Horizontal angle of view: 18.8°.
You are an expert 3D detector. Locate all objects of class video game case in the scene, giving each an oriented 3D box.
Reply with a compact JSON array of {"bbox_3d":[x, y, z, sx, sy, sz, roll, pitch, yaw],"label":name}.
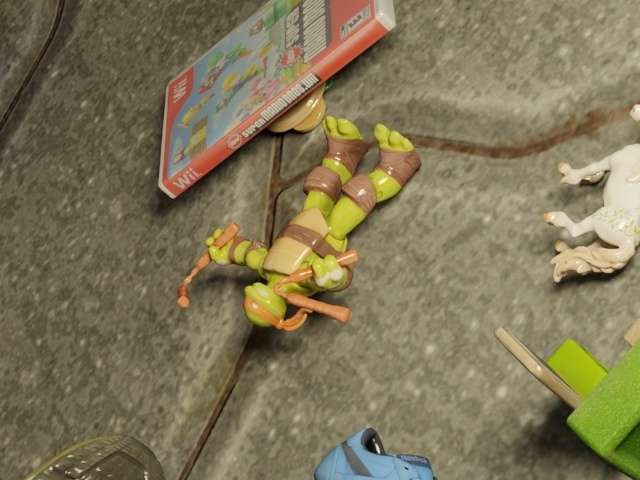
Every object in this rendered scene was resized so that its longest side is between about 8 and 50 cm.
[{"bbox_3d":[-0.046,-0.180,1.895,0.285,0.025,0.204,-37,28,21],"label":"video game case"}]

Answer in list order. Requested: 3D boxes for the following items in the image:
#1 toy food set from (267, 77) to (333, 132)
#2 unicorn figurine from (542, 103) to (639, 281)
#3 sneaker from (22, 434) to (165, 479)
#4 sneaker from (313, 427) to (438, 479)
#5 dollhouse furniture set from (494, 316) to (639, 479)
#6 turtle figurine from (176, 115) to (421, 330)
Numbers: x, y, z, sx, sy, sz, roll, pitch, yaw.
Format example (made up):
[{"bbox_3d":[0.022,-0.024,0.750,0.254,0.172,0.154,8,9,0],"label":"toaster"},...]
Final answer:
[{"bbox_3d":[-0.022,-0.139,1.869,0.083,0.020,0.082,-10,53,44],"label":"toy food set"},{"bbox_3d":[0.231,-0.045,1.491,0.111,0.060,0.162,-8,71,44],"label":"unicorn figurine"},{"bbox_3d":[-0.299,0.326,1.696,0.410,0.158,0.182,-51,24,-4],"label":"sneaker"},{"bbox_3d":[0.065,0.204,1.448,0.082,0.069,0.209,-50,36,-3],"label":"sneaker"},{"bbox_3d":[0.278,0.014,1.300,0.301,0.151,0.197,-49,36,5],"label":"dollhouse furniture set"},{"bbox_3d":[0.000,0.000,1.674,0.217,0.087,0.269,-55,27,-16],"label":"turtle figurine"}]
